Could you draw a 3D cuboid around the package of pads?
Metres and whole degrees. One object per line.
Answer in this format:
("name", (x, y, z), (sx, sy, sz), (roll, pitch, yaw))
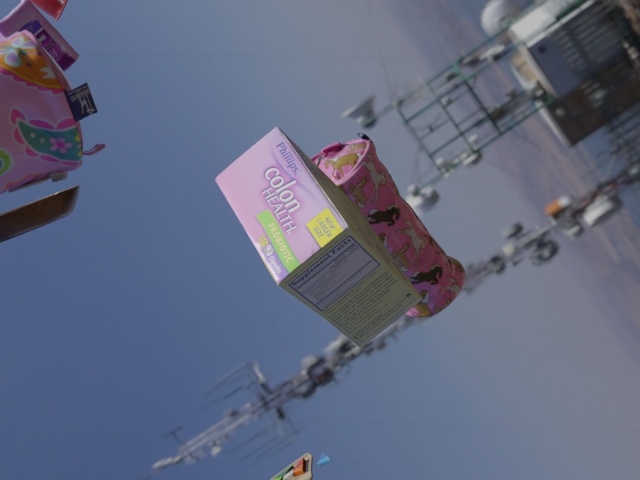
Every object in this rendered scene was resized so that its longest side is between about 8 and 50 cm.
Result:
("package of pads", (-0.300, -0.208, 1.081), (0.083, 0.050, 0.032), (49, 169, -18))

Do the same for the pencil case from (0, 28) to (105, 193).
("pencil case", (-0.314, -0.056, 0.787), (0.124, 0.284, 0.124), (53, 162, 26))

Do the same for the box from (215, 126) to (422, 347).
("box", (0.000, 0.000, 1.417), (0.243, 0.117, 0.213), (43, -169, -52))

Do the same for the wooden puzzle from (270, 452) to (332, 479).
("wooden puzzle", (-0.039, 0.299, 1.292), (0.014, 0.116, 0.078), (53, 178, -10))

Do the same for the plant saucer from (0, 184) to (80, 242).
("plant saucer", (-0.332, -0.017, 1.096), (0.168, 0.168, 0.029), (-68, -42, -78))

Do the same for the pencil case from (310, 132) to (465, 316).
("pencil case", (0.126, -0.021, 1.957), (0.160, 0.167, 0.386), (5, 139, 53))

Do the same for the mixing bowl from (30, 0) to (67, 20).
("mixing bowl", (-0.390, -0.415, 1.457), (0.098, 0.181, 0.181), (19, -155, -20))
